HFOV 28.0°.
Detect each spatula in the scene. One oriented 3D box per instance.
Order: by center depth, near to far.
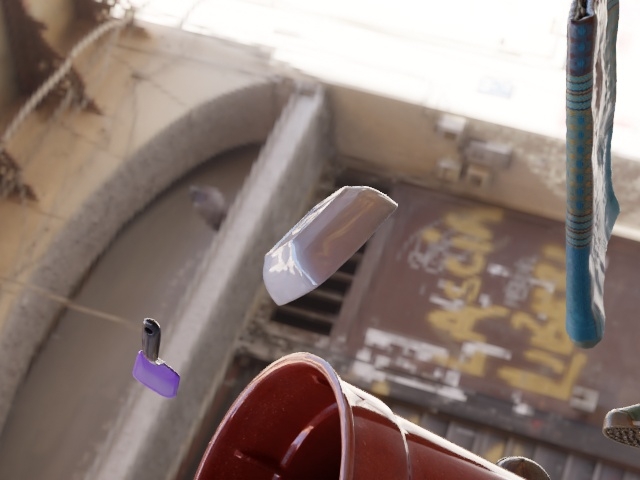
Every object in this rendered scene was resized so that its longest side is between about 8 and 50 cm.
[{"bbox_3d":[-0.252,0.177,1.946,0.030,0.084,0.296,-55,-9,-21],"label":"spatula"}]

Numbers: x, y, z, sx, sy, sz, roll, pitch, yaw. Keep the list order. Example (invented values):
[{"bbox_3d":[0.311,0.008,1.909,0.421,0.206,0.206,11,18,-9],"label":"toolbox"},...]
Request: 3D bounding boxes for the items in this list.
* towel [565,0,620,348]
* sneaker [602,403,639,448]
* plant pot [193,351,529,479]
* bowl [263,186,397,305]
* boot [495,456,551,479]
[{"bbox_3d":[0.281,-0.109,1.308,0.271,0.040,0.370,-66,-26,-52],"label":"towel"},{"bbox_3d":[0.424,0.194,1.461,0.064,0.192,0.086,64,-145,-53],"label":"sneaker"},{"bbox_3d":[0.056,0.264,1.061,0.272,0.265,0.272,-46,31,38],"label":"plant pot"},{"bbox_3d":[0.000,0.000,1.339,0.142,0.053,0.142,-46,6,-23],"label":"bowl"},{"bbox_3d":[0.213,0.313,1.220,0.161,0.084,0.246,101,170,-66],"label":"boot"}]
